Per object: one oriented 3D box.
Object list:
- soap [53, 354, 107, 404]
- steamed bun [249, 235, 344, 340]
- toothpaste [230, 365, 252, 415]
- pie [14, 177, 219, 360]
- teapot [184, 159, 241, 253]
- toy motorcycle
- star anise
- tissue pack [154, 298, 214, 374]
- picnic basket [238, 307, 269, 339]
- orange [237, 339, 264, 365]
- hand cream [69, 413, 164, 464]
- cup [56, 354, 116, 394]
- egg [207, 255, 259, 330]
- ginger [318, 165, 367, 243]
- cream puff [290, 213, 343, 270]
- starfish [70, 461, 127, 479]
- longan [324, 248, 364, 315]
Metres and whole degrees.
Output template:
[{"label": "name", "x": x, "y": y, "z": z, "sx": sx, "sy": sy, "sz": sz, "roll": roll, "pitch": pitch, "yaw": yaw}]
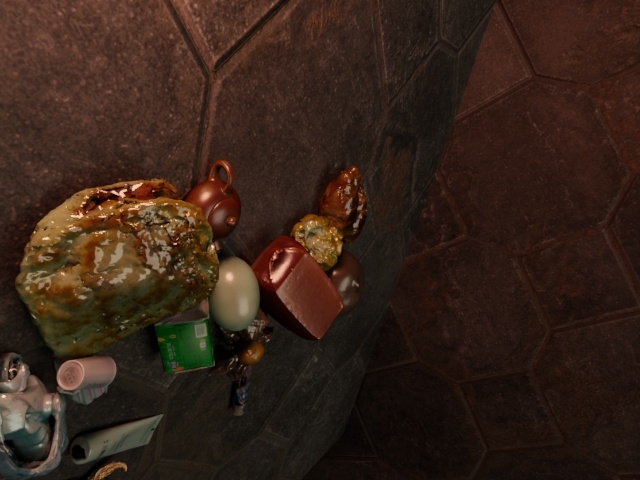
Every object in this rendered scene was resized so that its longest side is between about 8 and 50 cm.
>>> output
[{"label": "soap", "x": -0.577, "y": 0.329, "z": 1.025, "sx": 0.100, "sy": 0.056, "sz": 0.149, "roll": -31, "pitch": 138, "yaw": -46}, {"label": "steamed bun", "x": -0.106, "y": 0.167, "z": 1.493, "sx": 0.235, "sy": 0.248, "sz": 0.379, "roll": -52, "pitch": 126, "yaw": -23}, {"label": "toothpaste", "x": -0.320, "y": 0.588, "z": 1.716, "sx": 0.096, "sy": 0.061, "sz": 0.265, "roll": -12, "pitch": 117, "yaw": -56}, {"label": "pie", "x": -0.434, "y": 0.073, "z": 0.919, "sx": 0.418, "sy": 0.180, "sz": 0.395, "roll": -34, "pitch": 143, "yaw": -24}, {"label": "teapot", "x": -0.271, "y": -0.088, "z": 1.122, "sx": 0.178, "sy": 0.135, "sz": 0.251, "roll": -21, "pitch": 132, "yaw": -58}, {"label": "toy motorcycle", "x": -0.620, "y": 0.377, "z": 0.867, "sx": 0.154, "sy": 0.206, "sz": 0.260, "roll": -7, "pitch": 129, "yaw": -13}, {"label": "star anise", "x": -0.288, "y": 0.362, "z": 1.505, "sx": 0.315, "sy": 0.108, "sz": 0.315, "roll": -41, "pitch": 145, "yaw": -38}, {"label": "tissue pack", "x": -0.392, "y": 0.253, "z": 1.213, "sx": 0.148, "sy": 0.156, "sz": 0.208, "roll": -7, "pitch": 129, "yaw": -16}, {"label": "picnic basket", "x": -0.255, "y": 0.233, "z": 1.403, "sx": 0.110, "sy": 0.055, "sz": 0.193, "roll": -41, "pitch": 106, "yaw": -36}, {"label": "orange", "x": -0.234, "y": 0.376, "z": 1.412, "sx": 0.095, "sy": 0.085, "sz": 0.085, "roll": -21, "pitch": 131, "yaw": -43}, {"label": "hand cream", "x": -0.588, "y": 0.587, "z": 1.239, "sx": 0.109, "sy": 0.067, "sz": 0.321, "roll": -63, "pitch": 158, "yaw": -5}, {"label": "cup", "x": -0.528, "y": 0.304, "z": 0.930, "sx": 0.104, "sy": 0.074, "sz": 0.116, "roll": -40, "pitch": 167, "yaw": -4}, {"label": "egg", "x": -0.269, "y": 0.160, "z": 1.269, "sx": 0.168, "sy": 0.168, "sz": 0.230, "roll": -11, "pitch": 88, "yaw": -57}, {"label": "ginger", "x": 0.109, "y": -0.148, "z": 1.715, "sx": 0.274, "sy": 0.153, "sz": 0.357, "roll": -59, "pitch": 154, "yaw": -11}, {"label": "cream puff", "x": -0.001, "y": 0.001, "z": 1.595, "sx": 0.195, "sy": 0.221, "sz": 0.195, "roll": -34, "pitch": -177, "yaw": 2}, {"label": "starfish", "x": -0.672, "y": 0.727, "z": 1.201, "sx": 0.238, "sy": 0.071, "sz": 0.216, "roll": -39, "pitch": 150, "yaw": -23}, {"label": "longan", "x": 0.051, "y": 0.172, "z": 1.762, "sx": 0.297, "sy": 0.297, "sz": 0.297, "roll": -41, "pitch": 145, "yaw": -37}]
